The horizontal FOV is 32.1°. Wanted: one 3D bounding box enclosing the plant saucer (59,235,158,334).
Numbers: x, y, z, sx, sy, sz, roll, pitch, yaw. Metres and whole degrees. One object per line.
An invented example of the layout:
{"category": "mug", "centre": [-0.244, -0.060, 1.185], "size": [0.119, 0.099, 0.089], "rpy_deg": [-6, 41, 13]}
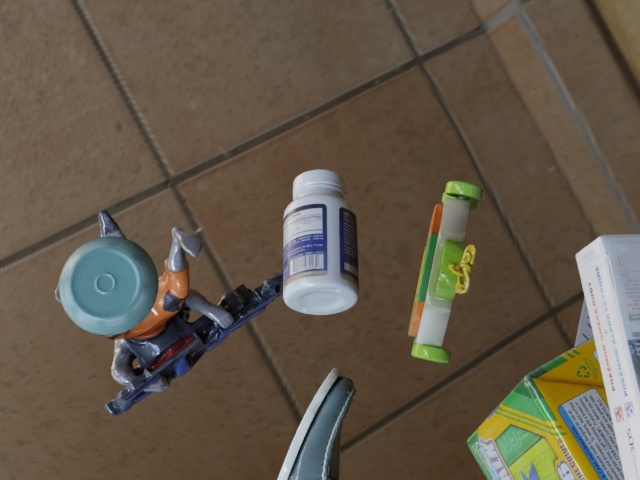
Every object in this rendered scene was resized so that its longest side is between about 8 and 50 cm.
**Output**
{"category": "plant saucer", "centre": [-0.252, 0.052, 1.316], "size": [0.119, 0.021, 0.119], "rpy_deg": [0, 80, 1]}

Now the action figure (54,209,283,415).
{"category": "action figure", "centre": [-0.216, 0.082, 1.642], "size": [0.341, 0.330, 0.178], "rpy_deg": [-34, 63, -15]}

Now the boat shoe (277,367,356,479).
{"category": "boat shoe", "centre": [-0.007, 0.304, 1.248], "size": [0.099, 0.116, 0.319], "rpy_deg": [19, 87, 8]}

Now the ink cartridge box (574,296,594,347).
{"category": "ink cartridge box", "centre": [0.402, 0.172, 1.560], "size": [0.097, 0.046, 0.207], "rpy_deg": [12, 44, 12]}

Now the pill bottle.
{"category": "pill bottle", "centre": [0.000, 0.000, 1.400], "size": [0.094, 0.094, 0.169], "rpy_deg": [10, 61, -18]}

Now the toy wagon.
{"category": "toy wagon", "centre": [0.183, 0.046, 1.654], "size": [0.068, 0.344, 0.267], "rpy_deg": [11, 85, 5]}

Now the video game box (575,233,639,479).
{"category": "video game box", "centre": [0.303, 0.088, 0.820], "size": [0.205, 0.048, 0.187], "rpy_deg": [0, 67, -19]}

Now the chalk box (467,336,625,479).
{"category": "chalk box", "centre": [0.265, 0.205, 1.032], "size": [0.179, 0.289, 0.180], "rpy_deg": [-25, 70, -17]}
